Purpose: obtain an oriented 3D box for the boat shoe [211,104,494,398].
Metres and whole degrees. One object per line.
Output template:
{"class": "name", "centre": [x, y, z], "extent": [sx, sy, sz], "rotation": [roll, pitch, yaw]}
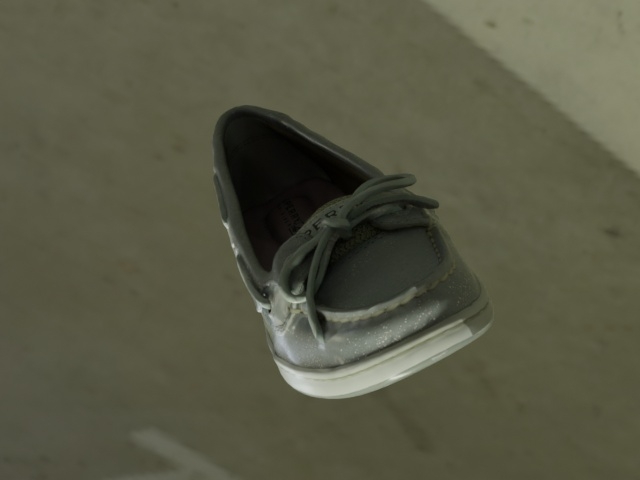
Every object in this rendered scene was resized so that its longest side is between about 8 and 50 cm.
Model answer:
{"class": "boat shoe", "centre": [0.002, -0.002, 0.986], "extent": [0.103, 0.118, 0.320], "rotation": [63, 176, -21]}
